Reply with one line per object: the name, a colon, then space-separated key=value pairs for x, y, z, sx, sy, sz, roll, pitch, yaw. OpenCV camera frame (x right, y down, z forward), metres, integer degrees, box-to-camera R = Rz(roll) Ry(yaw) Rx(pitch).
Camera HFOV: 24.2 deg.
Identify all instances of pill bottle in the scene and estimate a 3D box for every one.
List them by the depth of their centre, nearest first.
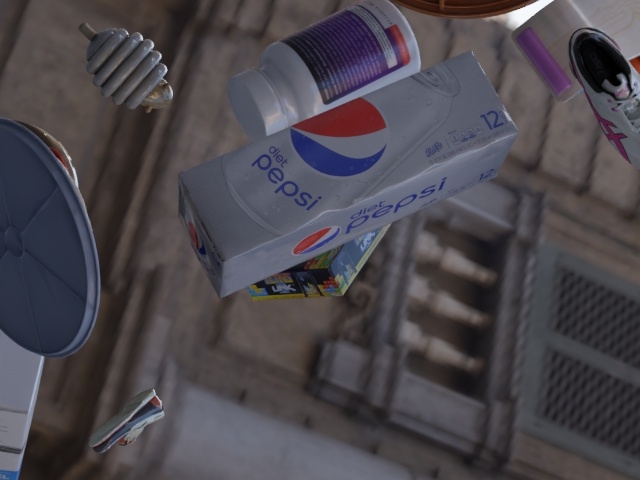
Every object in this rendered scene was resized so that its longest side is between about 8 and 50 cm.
pill bottle: x=0.001 y=-0.178 z=1.603 sx=0.193 sy=0.108 sz=0.108 roll=-28 pitch=-173 yaw=-20

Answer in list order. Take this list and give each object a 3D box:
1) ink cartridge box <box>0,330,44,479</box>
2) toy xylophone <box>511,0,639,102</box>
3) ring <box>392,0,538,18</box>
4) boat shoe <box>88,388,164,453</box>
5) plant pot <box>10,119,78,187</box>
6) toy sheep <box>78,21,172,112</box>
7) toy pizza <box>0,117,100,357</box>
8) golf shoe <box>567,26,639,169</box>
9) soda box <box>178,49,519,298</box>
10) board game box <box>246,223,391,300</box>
ink cartridge box: x=-0.367 y=0.171 z=1.705 sx=0.203 sy=0.086 sz=0.148 roll=116 pitch=-17 yaw=-55
toy xylophone: x=0.368 y=-0.303 z=2.004 sx=0.081 sy=0.322 sz=0.236 roll=-40 pitch=-107 yaw=38
ring: x=0.149 y=-0.397 z=1.525 sx=0.337 sy=0.336 sz=0.032 roll=-63 pitch=169 yaw=10
boat shoe: x=-0.250 y=0.242 z=1.940 sx=0.049 sy=0.043 sz=0.137 roll=-15 pitch=-165 yaw=34
plant pot: x=-0.460 y=-0.057 z=2.043 sx=0.237 sy=0.109 sz=0.237 roll=-4 pitch=-99 yaw=26
toy sheep: x=-0.220 y=-0.196 z=1.672 sx=0.091 sy=0.132 sz=0.091 roll=-50 pitch=-170 yaw=12
toy pizza: x=-0.234 y=-0.003 z=1.202 sx=0.032 sy=0.201 sz=0.201 roll=-22 pitch=164 yaw=-41
golf shoe: x=0.316 y=-0.140 z=1.557 sx=0.067 sy=0.186 sz=0.086 roll=-37 pitch=173 yaw=13
soda box: x=0.022 y=-0.058 z=1.288 sx=0.091 sy=0.286 sz=0.098 roll=62 pitch=-14 yaw=17
board game box: x=0.000 y=0.000 z=1.825 sx=0.141 sy=0.048 sz=0.170 roll=-4 pitch=-144 yaw=36
